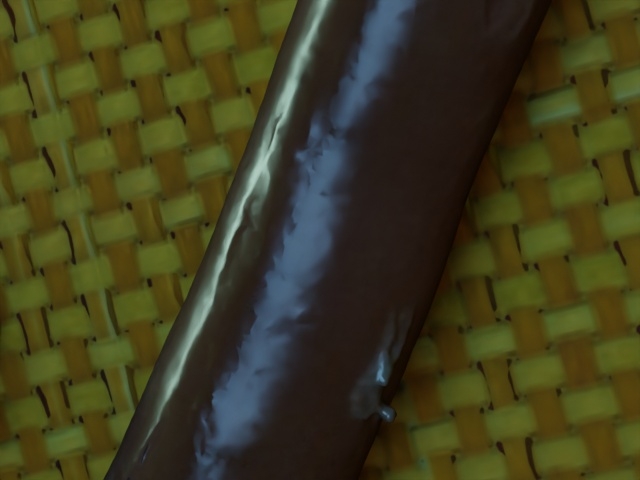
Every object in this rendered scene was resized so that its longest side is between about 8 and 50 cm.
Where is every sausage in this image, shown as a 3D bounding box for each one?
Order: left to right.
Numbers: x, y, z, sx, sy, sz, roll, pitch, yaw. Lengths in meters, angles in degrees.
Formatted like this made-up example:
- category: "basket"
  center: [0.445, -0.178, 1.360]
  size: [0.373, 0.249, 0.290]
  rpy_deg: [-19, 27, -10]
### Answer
- category: "sausage"
  center: [0.000, 0.000, 0.694]
  size: [0.094, 0.094, 0.419]
  rpy_deg: [16, 105, -25]
